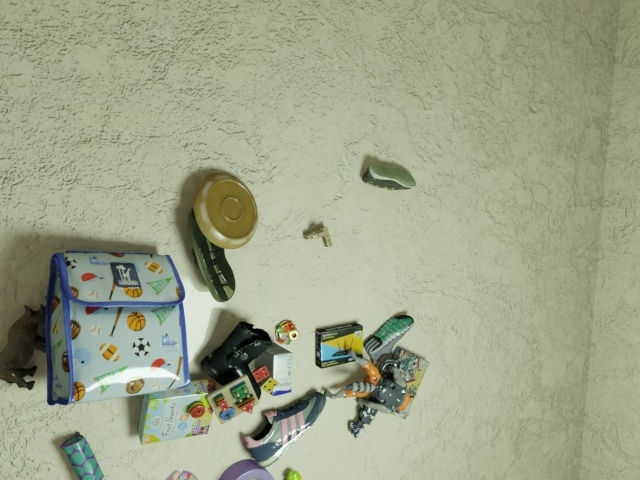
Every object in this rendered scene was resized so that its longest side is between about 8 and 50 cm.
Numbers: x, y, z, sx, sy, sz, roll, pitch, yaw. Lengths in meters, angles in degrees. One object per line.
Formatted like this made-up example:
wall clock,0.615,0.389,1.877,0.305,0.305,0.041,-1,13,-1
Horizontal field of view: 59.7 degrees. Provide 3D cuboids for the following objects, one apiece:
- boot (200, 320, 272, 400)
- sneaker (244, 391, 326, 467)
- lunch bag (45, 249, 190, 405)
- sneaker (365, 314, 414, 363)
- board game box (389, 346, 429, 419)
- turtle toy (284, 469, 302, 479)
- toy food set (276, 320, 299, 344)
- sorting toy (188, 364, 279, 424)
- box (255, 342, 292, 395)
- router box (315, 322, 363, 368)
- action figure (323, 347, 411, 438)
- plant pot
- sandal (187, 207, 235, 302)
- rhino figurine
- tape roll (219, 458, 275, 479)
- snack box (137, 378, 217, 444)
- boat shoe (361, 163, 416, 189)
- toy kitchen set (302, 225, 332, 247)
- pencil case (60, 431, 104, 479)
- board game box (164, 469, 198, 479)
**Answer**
boot,-0.222,0.384,1.751,0.207,0.094,0.246,-42,113,11
sneaker,-0.116,0.605,1.883,0.319,0.112,0.131,-42,101,-27
lunch bag,-0.537,0.218,1.476,0.328,0.239,0.385,4,74,-41
sneaker,0.264,0.371,2.114,0.224,0.083,0.098,-31,130,-18
board game box,0.313,0.556,2.176,0.165,0.042,0.243,30,81,-31
turtle toy,-0.096,0.862,1.951,0.095,0.066,0.130,-9,101,-30
toy food set,-0.114,0.313,1.893,0.082,0.020,0.083,-28,111,-26
sorting toy,-0.249,0.486,1.683,0.274,0.046,0.132,-26,127,-16
box,-0.152,0.418,1.822,0.072,0.126,0.137,-1,98,-33
router box,0.067,0.375,1.998,0.179,0.046,0.133,-6,99,-31
action figure,0.183,0.572,2.006,0.330,0.178,0.341,24,90,-21
plant pot,-0.274,-0.092,1.683,0.236,0.032,0.236,14,71,-43
sandal,-0.341,0.042,1.672,0.120,0.086,0.303,-20,102,-48
rhino figurine,-0.764,0.261,1.458,0.106,0.073,0.243,25,82,-35
tape roll,-0.245,0.833,1.849,0.189,0.080,0.189,-5,100,-31
snack box,-0.428,0.510,1.668,0.207,0.070,0.174,1,117,-30
boat shoe,0.249,-0.221,2.019,0.228,0.069,0.081,10,51,-36
toy kitchen set,0.000,0.000,1.893,0.083,0.068,0.075,-26,109,-26
pencil case,-0.669,0.620,1.568,0.064,0.070,0.151,-45,120,-59
board game box,-0.453,0.806,1.745,0.169,0.033,0.133,-40,115,-21
